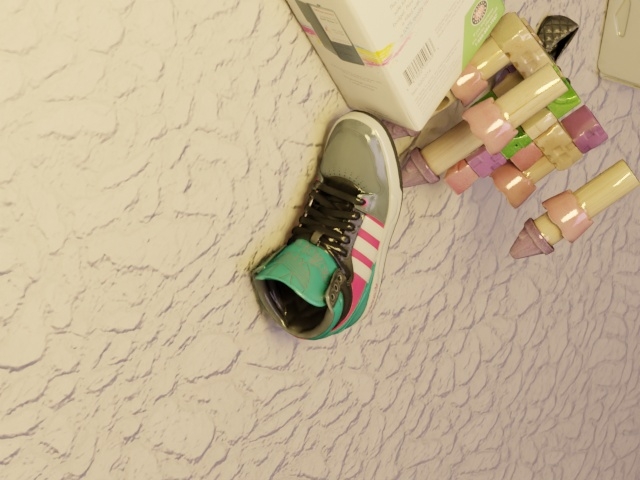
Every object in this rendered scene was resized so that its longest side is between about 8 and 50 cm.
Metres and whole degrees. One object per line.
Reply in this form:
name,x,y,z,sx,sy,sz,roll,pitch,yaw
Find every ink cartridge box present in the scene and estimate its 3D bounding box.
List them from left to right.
ink cartridge box,0.070,-0.313,1.648,0.207,0.119,0.353,-54,145,-15
ink cartridge box,0.576,-0.370,2.291,0.289,0.121,0.211,-26,129,-44

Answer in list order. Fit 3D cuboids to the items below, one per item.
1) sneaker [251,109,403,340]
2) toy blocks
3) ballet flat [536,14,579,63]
sneaker,0.000,0.000,1.747,0.178,0.124,0.295,-33,136,-52
toy blocks,0.206,-0.145,1.893,0.260,0.309,0.288,-36,134,13
ballet flat,0.319,-0.243,2.085,0.057,0.049,0.173,15,97,-54
